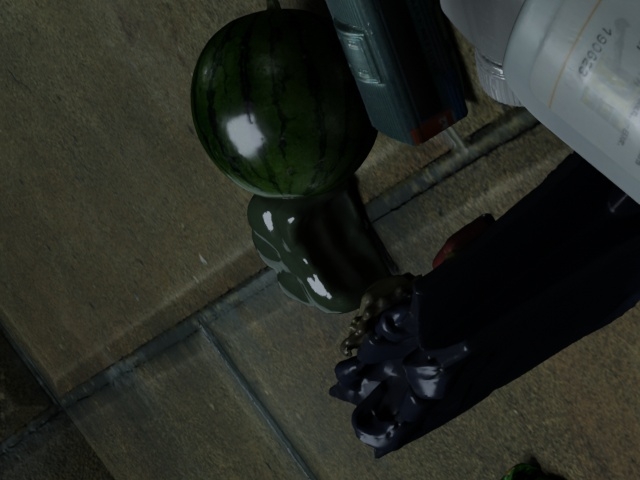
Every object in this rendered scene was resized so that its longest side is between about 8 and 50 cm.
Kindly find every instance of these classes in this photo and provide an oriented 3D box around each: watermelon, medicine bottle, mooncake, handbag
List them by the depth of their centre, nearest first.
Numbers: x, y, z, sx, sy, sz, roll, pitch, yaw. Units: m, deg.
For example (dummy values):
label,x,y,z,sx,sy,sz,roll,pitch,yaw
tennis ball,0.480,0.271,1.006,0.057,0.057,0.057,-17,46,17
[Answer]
label,x,y,z,sx,sy,sz,roll,pitch,yaw
medicine bottle,0.292,-0.091,1.423,0.324,0.124,0.179,43,122,27
medicine bottle,0.158,-0.205,1.600,0.132,0.088,0.188,37,153,40
handbag,0.161,0.034,1.634,0.122,0.329,0.303,53,158,11
watermelon,-0.035,-0.148,1.961,0.188,0.188,0.215,173,93,-65
mooncake,0.000,0.000,2.209,0.175,0.104,0.168,48,152,4

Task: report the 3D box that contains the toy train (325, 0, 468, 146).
label,x,y,z,sx,sy,sz,roll,pitch,yaw
toy train,0.028,-0.272,1.771,0.086,0.089,0.409,32,150,53

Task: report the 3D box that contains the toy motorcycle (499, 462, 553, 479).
label,x,y,z,sx,sy,sz,roll,pitch,yaw
toy motorcycle,0.252,0.302,2.200,0.190,0.074,0.106,20,132,54
